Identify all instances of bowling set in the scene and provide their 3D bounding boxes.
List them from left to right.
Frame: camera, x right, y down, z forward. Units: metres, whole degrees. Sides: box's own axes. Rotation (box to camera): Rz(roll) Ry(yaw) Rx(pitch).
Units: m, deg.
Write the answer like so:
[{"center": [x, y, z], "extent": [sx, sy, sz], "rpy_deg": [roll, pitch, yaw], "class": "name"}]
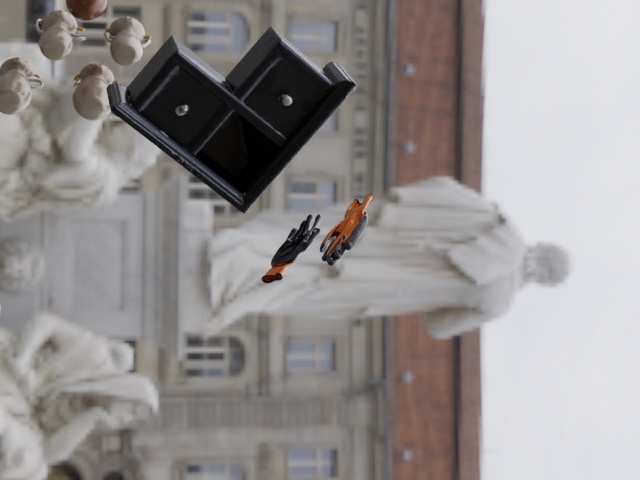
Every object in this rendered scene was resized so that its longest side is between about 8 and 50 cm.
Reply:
[{"center": [-0.304, -0.268, 1.837], "extent": [0.154, 0.287, 0.200], "rpy_deg": [-104, -155, -64], "class": "bowling set"}]

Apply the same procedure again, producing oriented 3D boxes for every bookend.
[{"center": [-0.080, -0.136, 1.201], "extent": [0.157, 0.156, 0.072], "rpy_deg": [-47, -157, 9], "class": "bookend"}]

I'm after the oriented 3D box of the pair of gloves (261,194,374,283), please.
[{"center": [0.000, 0.000, 0.970], "extent": [0.083, 0.010, 0.074], "rpy_deg": [-18, -152, 38], "class": "pair of gloves"}]
